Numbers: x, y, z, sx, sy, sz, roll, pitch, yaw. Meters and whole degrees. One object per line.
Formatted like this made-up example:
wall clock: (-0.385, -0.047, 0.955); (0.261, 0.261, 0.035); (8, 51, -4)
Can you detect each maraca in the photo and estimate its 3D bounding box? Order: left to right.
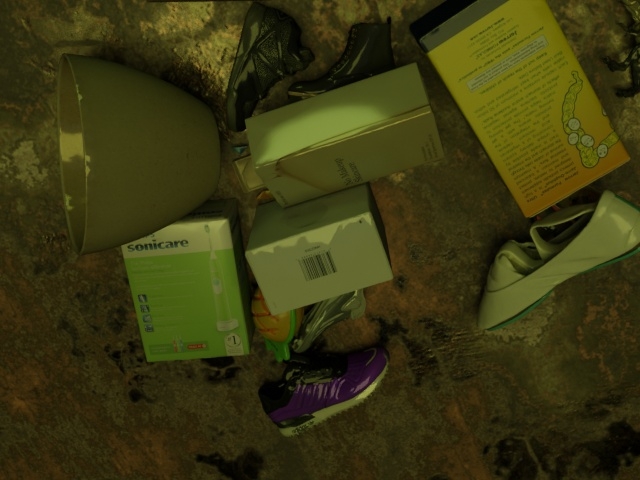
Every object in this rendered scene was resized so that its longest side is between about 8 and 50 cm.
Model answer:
maraca: (-0.086, 0.152, 1.500); (0.099, 0.127, 0.185); (-11, 123, -28)

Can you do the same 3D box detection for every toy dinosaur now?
toy dinosaur: (0.562, -0.313, 1.326); (0.118, 0.064, 0.268); (-35, 110, 7)

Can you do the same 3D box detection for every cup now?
cup: (-0.307, -0.150, 1.300); (0.237, 0.331, 0.330); (-6, 114, -24)

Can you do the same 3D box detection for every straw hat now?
straw hat: (0.500, -0.062, 1.419); (0.061, 0.145, 0.144); (-36, 113, -28)

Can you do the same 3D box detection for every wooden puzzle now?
wooden puzzle: (-0.122, -0.129, 1.439); (0.079, 0.014, 0.116); (-13, 111, 2)

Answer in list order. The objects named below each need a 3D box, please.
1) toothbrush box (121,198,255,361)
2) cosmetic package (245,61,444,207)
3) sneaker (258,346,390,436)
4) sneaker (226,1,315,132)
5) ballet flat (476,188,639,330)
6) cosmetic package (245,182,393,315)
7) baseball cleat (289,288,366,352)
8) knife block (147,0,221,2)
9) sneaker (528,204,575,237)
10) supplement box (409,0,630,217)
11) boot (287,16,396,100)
toothbrush box: (-0.249, 0.078, 1.467); (0.206, 0.122, 0.283); (-6, 112, 4)
cosmetic package: (0.045, -0.177, 1.320); (0.310, 0.113, 0.160); (-18, 152, 10)
sneaker: (-0.003, 0.281, 1.554); (0.293, 0.102, 0.146); (-33, 107, 14)
sneaker: (-0.089, -0.287, 1.334); (0.130, 0.087, 0.227); (19, 106, 1)
ballet flat: (0.405, 0.029, 1.388); (0.139, 0.139, 0.400); (38, 133, -13)
cosmetic package: (0.000, 0.000, 1.374); (0.224, 0.224, 0.138); (-17, 113, 8)
baseball cleat: (0.023, 0.156, 1.520); (0.110, 0.072, 0.205); (21, 118, -19)
knife block: (-0.124, -0.431, 1.249); (0.242, 0.088, 0.275); (43, 93, -7)
sneaker: (0.417, -0.040, 1.425); (0.158, 0.061, 0.065); (47, 61, -6)
supplement box: (0.328, -0.253, 1.281); (0.195, 0.194, 0.356); (-31, 108, 13)
boot: (0.035, -0.315, 1.335); (0.198, 0.077, 0.136); (-8, 108, -10)
